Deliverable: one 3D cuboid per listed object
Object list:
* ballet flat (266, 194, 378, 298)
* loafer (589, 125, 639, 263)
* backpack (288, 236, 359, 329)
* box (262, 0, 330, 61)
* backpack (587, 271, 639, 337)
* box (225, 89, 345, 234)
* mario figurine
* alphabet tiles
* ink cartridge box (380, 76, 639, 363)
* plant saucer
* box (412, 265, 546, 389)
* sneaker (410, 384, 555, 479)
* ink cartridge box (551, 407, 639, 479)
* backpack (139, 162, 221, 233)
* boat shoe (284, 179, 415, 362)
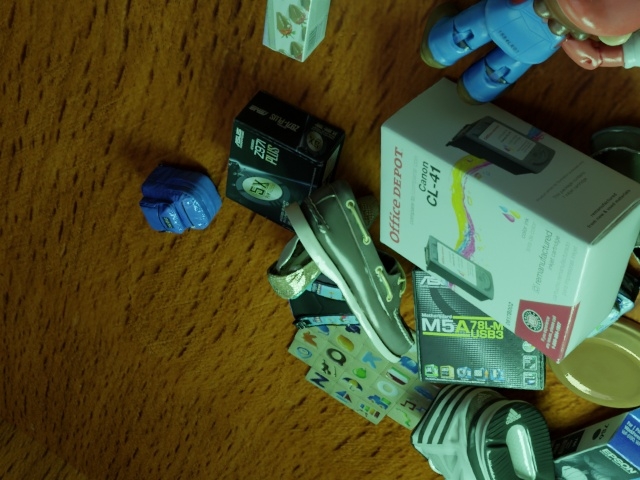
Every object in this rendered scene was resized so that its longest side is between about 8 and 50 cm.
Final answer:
[{"bbox_3d":[0.000,0.000,1.422,0.067,0.206,0.073,43,179,-36],"label":"ballet flat"},{"bbox_3d":[0.401,-0.030,1.157,0.094,0.087,0.251,-16,121,47],"label":"loafer"},{"bbox_3d":[0.037,0.065,1.528,0.173,0.117,0.158,4,137,16],"label":"backpack"},{"bbox_3d":[-0.015,-0.357,1.132,0.063,0.067,0.324,26,144,11],"label":"box"},{"bbox_3d":[0.360,0.068,1.305,0.114,0.084,0.105,38,141,1],"label":"backpack"},{"bbox_3d":[-0.056,-0.111,1.432,0.147,0.077,0.180,28,144,10],"label":"box"},{"bbox_3d":[0.257,-0.258,1.020,0.198,0.170,0.320,9,167,-27],"label":"mario figurine"},{"bbox_3d":[0.087,0.228,1.766,0.285,0.011,0.342,32,144,4],"label":"alphabet tiles"},{"bbox_3d":[0.225,-0.027,1.196,0.306,0.131,0.226,34,147,29],"label":"ink cartridge box"},{"bbox_3d":[0.423,0.185,1.430,0.200,0.037,0.200,21,142,17],"label":"plant saucer"},{"bbox_3d":[0.235,0.124,1.411,0.191,0.045,0.184,2,112,18],"label":"box"},{"bbox_3d":[0.297,0.442,1.668,0.257,0.169,0.447,22,127,61],"label":"sneaker"},{"bbox_3d":[0.480,0.370,1.547,0.165,0.065,0.332,36,149,-1],"label":"ink cartridge box"},{"bbox_3d":[-0.233,-0.061,1.612,0.120,0.101,0.098,6,142,28],"label":"backpack"},{"bbox_3d":[0.067,0.050,1.372,0.324,0.097,0.116,55,-177,-33],"label":"boat shoe"}]
